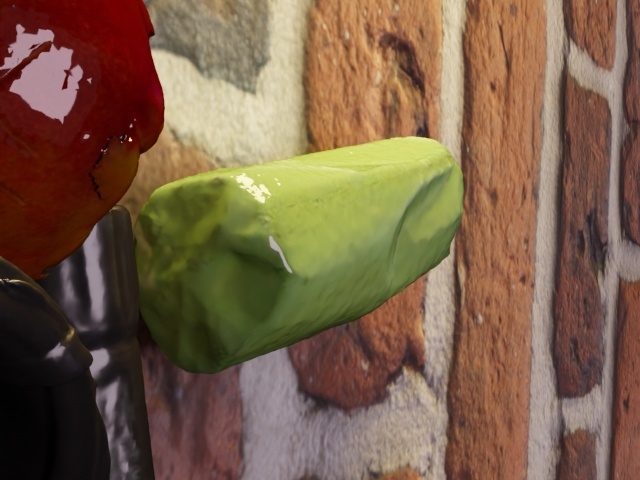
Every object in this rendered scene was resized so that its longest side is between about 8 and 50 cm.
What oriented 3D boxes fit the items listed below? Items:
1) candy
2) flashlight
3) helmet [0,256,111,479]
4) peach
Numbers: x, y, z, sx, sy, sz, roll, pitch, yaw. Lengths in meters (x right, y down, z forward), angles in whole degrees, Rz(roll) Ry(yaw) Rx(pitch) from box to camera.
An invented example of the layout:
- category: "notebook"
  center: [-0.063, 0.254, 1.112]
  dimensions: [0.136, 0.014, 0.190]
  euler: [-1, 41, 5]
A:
- category: "candy"
  center: [0.000, 0.000, 0.821]
  dimensions: [0.343, 0.132, 0.142]
  euler: [-19, 91, -58]
- category: "flashlight"
  center: [-0.136, 0.180, 0.643]
  dimensions: [0.103, 0.103, 0.424]
  euler: [-18, 104, -58]
- category: "helmet"
  center: [-0.217, 0.094, 0.427]
  dimensions: [0.231, 0.160, 0.279]
  euler: [-56, 154, -18]
- category: "peach"
  center: [-0.171, -0.082, 0.495]
  dimensions: [0.197, 0.197, 0.197]
  euler: [-2, 92, -59]
